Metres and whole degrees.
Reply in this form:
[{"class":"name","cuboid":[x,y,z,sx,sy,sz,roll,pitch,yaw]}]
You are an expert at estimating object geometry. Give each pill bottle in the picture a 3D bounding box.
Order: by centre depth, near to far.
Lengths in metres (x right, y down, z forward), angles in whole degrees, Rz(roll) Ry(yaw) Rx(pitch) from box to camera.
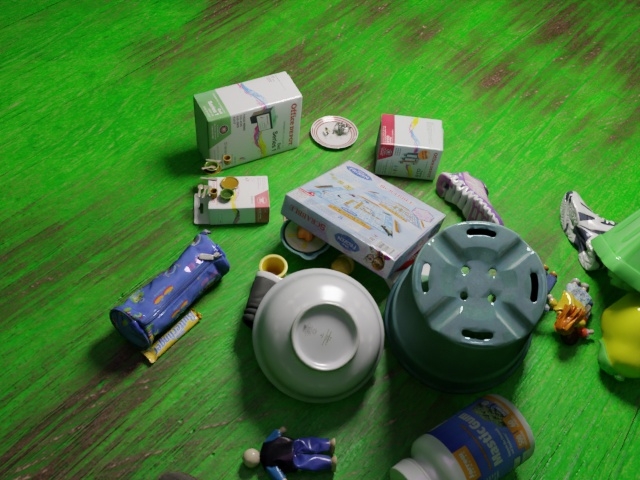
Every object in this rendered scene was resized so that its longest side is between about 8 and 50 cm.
[{"class":"pill bottle","cuboid":[0.279,0.434,1.299,0.272,0.152,0.152,-25,59,-23]}]

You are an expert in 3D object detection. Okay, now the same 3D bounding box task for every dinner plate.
[{"class":"dinner plate","cuboid":[0.041,-0.320,1.942,0.141,0.017,0.141,3,52,-4]}]

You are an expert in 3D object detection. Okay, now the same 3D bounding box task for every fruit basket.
[{"class":"fruit basket","cuboid":[0.787,0.152,1.531,0.392,0.391,0.283,19,19,9]}]

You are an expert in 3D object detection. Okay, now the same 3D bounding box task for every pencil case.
[{"class":"pencil case","cuboid":[-0.337,0.112,1.501,0.119,0.133,0.306,50,58,-10]}]

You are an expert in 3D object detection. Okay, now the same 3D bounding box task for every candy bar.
[{"class":"candy bar","cuboid":[-0.338,0.216,1.490,0.040,0.018,0.161,35,58,20]}]

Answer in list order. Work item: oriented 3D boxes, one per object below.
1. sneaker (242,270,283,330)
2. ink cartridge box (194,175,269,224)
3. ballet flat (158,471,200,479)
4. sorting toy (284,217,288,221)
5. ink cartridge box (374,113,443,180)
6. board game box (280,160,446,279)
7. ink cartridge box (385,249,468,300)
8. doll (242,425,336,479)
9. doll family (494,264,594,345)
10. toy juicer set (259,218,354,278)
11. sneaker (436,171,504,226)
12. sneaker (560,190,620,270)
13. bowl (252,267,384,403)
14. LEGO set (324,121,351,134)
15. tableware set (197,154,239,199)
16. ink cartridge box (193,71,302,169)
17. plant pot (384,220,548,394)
[{"class":"sneaker","cuboid":[-0.044,0.195,1.494,0.296,0.104,0.146,24,67,6]},{"class":"ink cartridge box","cuboid":[-0.236,-0.106,1.716,0.198,0.067,0.115,-3,51,-7]},{"class":"ballet flat","cuboid":[-0.203,0.517,1.254,0.250,0.058,0.084,16,74,14]},{"class":"sorting toy","cuboid":[-0.057,-0.074,1.744,0.083,0.012,0.062,0,52,-5]},{"class":"ink cartridge box","cuboid":[0.250,-0.265,1.848,0.176,0.128,0.127,6,52,-1]},{"class":"board game box","cuboid":[0.116,-0.066,1.658,0.319,0.065,0.318,33,36,18]},{"class":"ink cartridge box","cuboid":[0.251,0.076,1.635,0.181,0.056,0.224,-16,57,-17]},{"class":"doll","cuboid":[-0.064,0.442,1.324,0.189,0.046,0.129,1,51,-5]},{"class":"doll family","cuboid":[0.547,0.145,1.568,0.263,0.118,0.163,28,55,15]},{"class":"toy juicer set","cuboid":[0.000,0.000,1.637,0.209,0.089,0.329,21,56,10]},{"class":"sneaker","cuboid":[0.427,-0.111,1.776,0.105,0.095,0.236,-20,56,-28]},{"class":"sneaker","cuboid":[0.751,-0.034,1.743,0.153,0.094,0.234,-5,53,-11]},{"class":"bowl","cuboid":[0.004,0.202,1.382,0.298,0.134,0.297,1,83,-7]},{"class":"LEGO set","cuboid":[0.054,-0.335,1.929,0.083,0.023,0.054,-26,59,-24]},{"class":"tableware set","cuboid":[-0.264,-0.167,1.705,0.104,0.024,0.154,6,49,-1]},{"class":"ink cartridge box","cuboid":[-0.199,-0.329,1.807,0.278,0.201,0.117,-20,58,-20]},{"class":"plant pot","cuboid":[0.306,0.132,1.360,0.342,0.334,0.340,-2,71,5]}]
